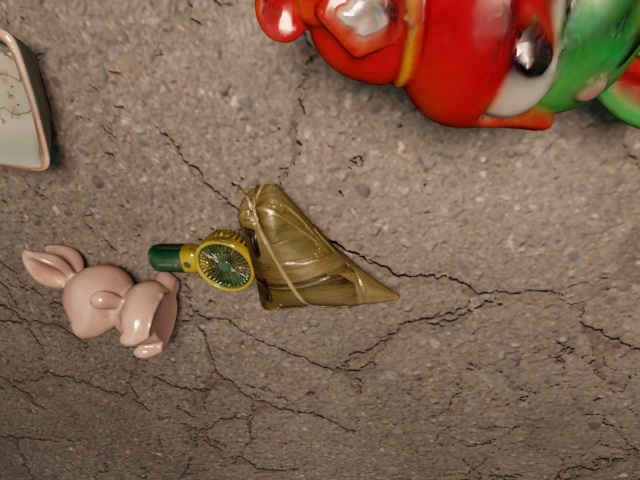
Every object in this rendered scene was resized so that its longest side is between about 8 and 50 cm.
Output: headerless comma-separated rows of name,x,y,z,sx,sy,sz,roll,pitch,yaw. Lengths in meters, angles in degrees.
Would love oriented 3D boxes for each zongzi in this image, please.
zongzi,0.000,0.000,0.551,0.177,0.081,0.189,0,127,13

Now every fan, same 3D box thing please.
fan,-0.154,0.022,0.631,0.154,0.039,0.082,2,126,13

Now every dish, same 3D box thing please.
dish,-0.405,-0.173,0.531,0.233,0.064,0.154,10,127,5

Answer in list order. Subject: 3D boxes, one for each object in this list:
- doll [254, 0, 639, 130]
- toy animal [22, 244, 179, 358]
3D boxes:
doll,0.135,-0.170,0.340,0.362,0.160,0.183,-3,124,-4
toy animal,-0.307,0.082,0.666,0.212,0.124,0.125,18,127,7
